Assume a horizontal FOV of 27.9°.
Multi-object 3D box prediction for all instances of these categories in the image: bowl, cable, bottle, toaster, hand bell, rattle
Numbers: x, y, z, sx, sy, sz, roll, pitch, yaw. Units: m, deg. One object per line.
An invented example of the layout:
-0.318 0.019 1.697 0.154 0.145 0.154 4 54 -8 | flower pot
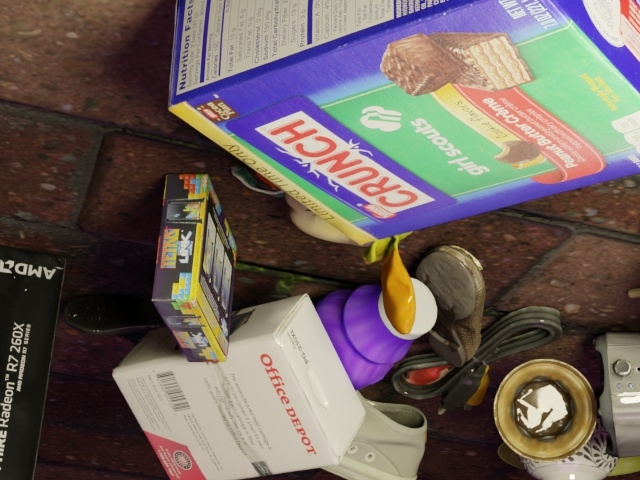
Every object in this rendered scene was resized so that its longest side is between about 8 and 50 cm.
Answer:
0.348 0.309 1.816 0.170 0.080 0.170 4 155 2 | bowl
0.190 0.138 1.634 0.139 0.072 0.287 20 139 -12 | cable
0.031 0.118 1.517 0.092 0.118 0.283 -22 172 -37 | bottle
0.421 0.195 1.600 0.146 0.129 0.227 -5 151 13 | toaster
0.284 0.216 1.690 0.126 0.126 0.242 2 176 5 | hand bell
0.000 0.000 1.262 0.199 0.143 0.130 19 170 -39 | rattle

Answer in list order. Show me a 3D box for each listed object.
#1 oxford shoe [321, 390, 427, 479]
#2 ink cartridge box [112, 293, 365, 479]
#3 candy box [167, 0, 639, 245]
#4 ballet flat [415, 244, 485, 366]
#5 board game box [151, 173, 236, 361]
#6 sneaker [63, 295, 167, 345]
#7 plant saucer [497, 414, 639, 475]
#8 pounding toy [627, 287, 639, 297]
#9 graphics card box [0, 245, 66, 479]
-0.033 0.218 1.730 0.449 0.130 0.169 24 -175 -31 | oxford shoe
-0.092 0.176 1.476 0.237 0.100 0.172 -15 111 31 | ink cartridge box
0.085 -0.127 0.992 0.317 0.122 0.268 -13 150 35 | candy box
0.158 0.068 1.472 0.084 0.058 0.250 35 159 24 | ballet flat
-0.128 0.032 1.337 0.048 0.141 0.170 1 153 8 | board game box
-0.232 0.110 1.618 0.170 0.051 0.089 0 151 -1 | sneaker
0.388 0.306 1.940 0.240 0.037 0.241 4 155 2 | plant saucer
0.407 0.059 1.380 0.130 0.100 0.141 -14 154 5 | pounding toy
-0.376 0.218 1.502 0.094 0.371 0.233 11 155 -14 | graphics card box
